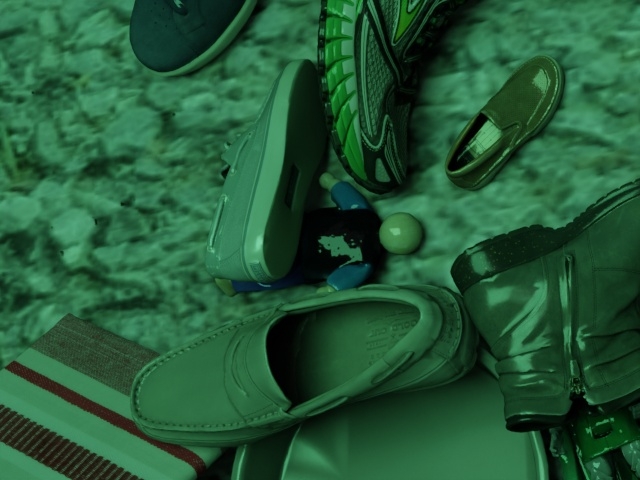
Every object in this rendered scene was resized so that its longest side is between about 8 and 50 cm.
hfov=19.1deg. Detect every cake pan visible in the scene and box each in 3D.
[{"bbox_3d":[0.062,0.213,1.583,0.293,0.054,0.293,-7,75,27],"label":"cake pan"}]

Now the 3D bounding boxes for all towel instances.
[{"bbox_3d":[-0.239,0.205,1.646,0.237,0.037,0.329,22,48,32],"label":"towel"}]

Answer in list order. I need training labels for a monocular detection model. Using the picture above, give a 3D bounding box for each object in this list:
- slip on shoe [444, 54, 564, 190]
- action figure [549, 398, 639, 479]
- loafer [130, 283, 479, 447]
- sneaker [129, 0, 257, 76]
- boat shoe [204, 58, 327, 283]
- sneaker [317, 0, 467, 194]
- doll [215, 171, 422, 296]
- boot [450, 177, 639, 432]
[{"bbox_3d":[0.154,-0.102,1.615,0.135,0.041,0.051,-48,61,11],"label":"slip on shoe"},{"bbox_3d":[0.225,0.147,1.506,0.137,0.063,0.232,-27,66,17],"label":"action figure"},{"bbox_3d":[-0.029,0.097,1.563,0.319,0.111,0.112,-19,68,24],"label":"loafer"},{"bbox_3d":[-0.110,-0.303,1.714,0.131,0.148,0.350,42,117,27],"label":"sneaker"},{"bbox_3d":[-0.054,-0.064,1.669,0.081,0.079,0.227,-4,55,26],"label":"boat shoe"},{"bbox_3d":[0.074,-0.209,1.635,0.146,0.134,0.344,7,93,3],"label":"sneaker"},{"bbox_3d":[0.000,0.000,1.672,0.189,0.046,0.129,-7,61,26],"label":"doll"},{"bbox_3d":[0.235,0.051,1.485,0.246,0.083,0.161,-22,70,-3],"label":"boot"}]
